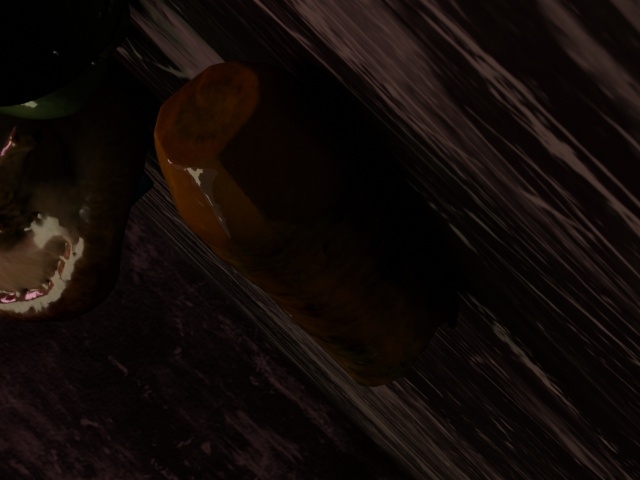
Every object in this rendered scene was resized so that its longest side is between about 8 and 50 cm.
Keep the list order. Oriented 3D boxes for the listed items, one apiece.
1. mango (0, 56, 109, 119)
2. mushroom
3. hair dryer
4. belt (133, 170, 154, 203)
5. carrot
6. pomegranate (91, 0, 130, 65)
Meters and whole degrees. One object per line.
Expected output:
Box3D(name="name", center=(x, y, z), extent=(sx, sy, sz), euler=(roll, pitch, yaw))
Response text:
Box3D(name="mango", center=(-0.281, -0.182, 1.232), extent=(0.251, 0.156, 0.114), euler=(22, 135, 42))
Box3D(name="mushroom", center=(-0.345, -0.065, 1.474), extent=(0.345, 0.345, 0.259), euler=(44, -149, -1))
Box3D(name="hair dryer", center=(-0.299, -0.178, 1.056), extent=(0.320, 0.155, 0.284), euler=(42, 132, 37))
Box3D(name="belt", center=(-0.402, -0.181, 1.784), extent=(0.436, 0.173, 0.300), euler=(42, 172, 20))
Box3D(name="carrot", center=(0.000, 0.000, 0.902), extent=(0.114, 0.114, 0.302), euler=(37, 173, 40))
Box3D(name="pomegranate", center=(-0.187, -0.177, 1.057), extent=(0.084, 0.073, 0.073), euler=(51, 171, -16))
